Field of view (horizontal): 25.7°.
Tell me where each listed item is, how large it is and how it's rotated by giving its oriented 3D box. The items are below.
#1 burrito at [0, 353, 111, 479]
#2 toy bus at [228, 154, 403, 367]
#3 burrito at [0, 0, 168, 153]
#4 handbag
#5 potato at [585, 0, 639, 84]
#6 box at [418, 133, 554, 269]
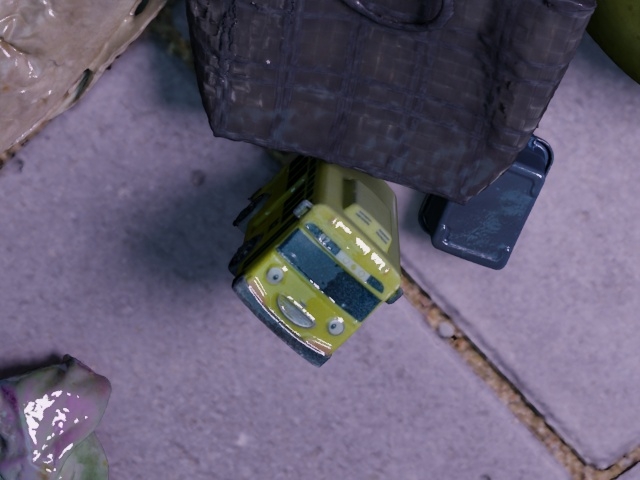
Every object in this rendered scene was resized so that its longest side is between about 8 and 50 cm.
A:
[{"bbox_3d":[-0.222,0.202,1.084,0.143,0.089,0.229,-3,114,2],"label":"burrito"},{"bbox_3d":[0.000,0.000,0.936,0.101,0.175,0.088,-42,104,15],"label":"toy bus"},{"bbox_3d":[-0.161,-0.173,0.928,0.117,0.076,0.392,41,109,-16],"label":"burrito"},{"bbox_3d":[0.028,-0.129,0.877,0.270,0.089,0.175,17,138,10],"label":"handbag"},{"bbox_3d":[0.252,-0.182,0.824,0.304,0.216,0.216,40,110,-4],"label":"potato"},{"bbox_3d":[0.115,-0.030,0.980,0.074,0.054,0.099,20,113,-3],"label":"box"}]
